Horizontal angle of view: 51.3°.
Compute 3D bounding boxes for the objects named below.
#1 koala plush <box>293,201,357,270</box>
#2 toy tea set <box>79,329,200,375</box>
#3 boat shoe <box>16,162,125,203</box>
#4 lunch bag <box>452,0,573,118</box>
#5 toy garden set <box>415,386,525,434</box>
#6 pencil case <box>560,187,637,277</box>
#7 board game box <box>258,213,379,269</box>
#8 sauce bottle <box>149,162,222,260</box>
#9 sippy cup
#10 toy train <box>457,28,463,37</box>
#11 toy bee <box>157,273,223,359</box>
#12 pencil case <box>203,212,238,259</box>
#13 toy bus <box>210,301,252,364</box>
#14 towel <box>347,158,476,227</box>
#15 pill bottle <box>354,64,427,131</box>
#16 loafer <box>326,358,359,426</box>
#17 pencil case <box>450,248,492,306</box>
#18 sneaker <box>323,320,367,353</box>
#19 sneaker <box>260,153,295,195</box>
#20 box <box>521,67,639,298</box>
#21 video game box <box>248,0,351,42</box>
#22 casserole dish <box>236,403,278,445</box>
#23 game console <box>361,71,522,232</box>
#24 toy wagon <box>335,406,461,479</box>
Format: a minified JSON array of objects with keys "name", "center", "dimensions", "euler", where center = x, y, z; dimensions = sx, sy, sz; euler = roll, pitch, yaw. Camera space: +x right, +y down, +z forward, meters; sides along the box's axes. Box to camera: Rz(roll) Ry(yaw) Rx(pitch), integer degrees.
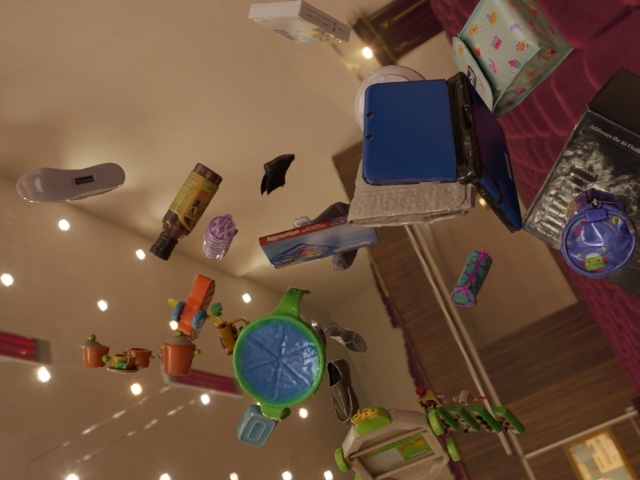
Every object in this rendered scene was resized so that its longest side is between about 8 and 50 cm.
[{"name":"koala plush","center":[0.017,-0.014,2.107],"dimensions":[0.196,0.221,0.203],"euler":[48,-123,-13]},{"name":"toy tea set","center":[-0.510,0.309,1.907],"dimensions":[0.336,0.200,0.124],"euler":[6,-92,-23]},{"name":"boat shoe","center":[-0.655,-0.149,1.759],"dimensions":[0.088,0.268,0.096],"euler":[-32,76,66]},{"name":"lunch bag","center":[0.450,-0.461,1.665],"dimensions":[0.160,0.262,0.223],"euler":[-12,-115,-34]},{"name":"toy garden set","center":[0.385,0.465,1.781],"dimensions":[0.204,0.244,0.049],"euler":[47,-129,-28]},{"name":"pencil case","center":[0.511,-0.024,1.233],"dimensions":[0.306,0.120,0.133],"euler":[-25,-67,-66]},{"name":"board game box","center":[0.000,0.000,1.667],"dimensions":[0.145,0.282,0.027],"euler":[68,-172,-59]},{"name":"sauce bottle","center":[-0.458,-0.093,2.251],"dimensions":[0.112,0.344,0.111],"euler":[31,179,1]},{"name":"sippy cup","center":[-0.083,0.289,1.727],"dimensions":[0.240,0.305,0.224],"euler":[46,-170,6]},{"name":"toy train","center":[0.513,-0.668,2.268],"dimensions":[0.158,0.036,0.027],"euler":[57,175,29]},{"name":"toy bee","center":[-0.439,0.264,2.219],"dimensions":[0.195,0.298,0.162],"euler":[42,167,16]},{"name":"pencil case","center":[-0.308,-0.009,2.020],"dimensions":[0.087,0.206,0.088],"euler":[19,-114,-10]},{"name":"toy bus","center":[-0.256,0.290,2.082],"dimensions":[0.202,0.105,0.190],"euler":[-117,7,-46]},{"name":"towel","center":[0.204,-0.120,1.457],"dimensions":[0.049,0.283,0.187],"euler":[54,-139,-47]},{"name":"pill bottle","center":[0.223,-0.400,1.974],"dimensions":[0.229,0.229,0.407],"euler":[59,-164,-5]},{"name":"loafer","center":[0.065,0.534,2.355],"dimensions":[0.087,0.094,0.251],"euler":[25,-140,-43]},{"name":"pencil case","center":[0.377,0.094,1.653],"dimensions":[0.151,0.065,0.070],"euler":[-57,-15,-37]},{"name":"sneaker","center":[0.080,0.275,1.886],"dimensions":[0.152,0.053,0.061],"euler":[28,176,41]},{"name":"sneaker","center":[-0.130,-0.205,2.054],"dimensions":[0.170,0.051,0.089],"euler":[-35,-59,-50]},{"name":"box","center":[0.913,-0.143,1.900],"dimensions":[0.480,0.471,0.297],"euler":[34,-127,17]},{"name":"video game box","center":[-0.054,-0.569,1.743],"dimensions":[0.205,0.048,0.187],"euler":[17,-179,44]},{"name":"casserole dish","center":[-0.203,0.603,2.153],"dimensions":[0.114,0.188,0.037],"euler":[21,-149,-11]},{"name":"game console","center":[0.216,-0.155,1.197],"dimensions":[0.250,0.173,0.293],"euler":[43,-145,-33]},{"name":"toy wagon","center":[0.171,0.487,1.594],"dimensions":[0.344,0.267,0.068],"euler":[58,-167,-34]}]
